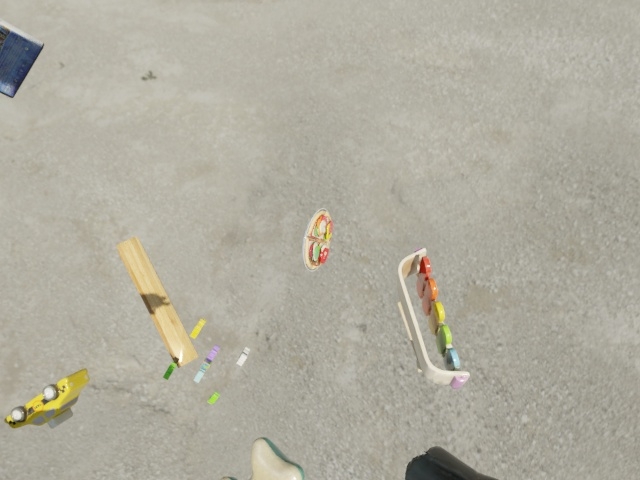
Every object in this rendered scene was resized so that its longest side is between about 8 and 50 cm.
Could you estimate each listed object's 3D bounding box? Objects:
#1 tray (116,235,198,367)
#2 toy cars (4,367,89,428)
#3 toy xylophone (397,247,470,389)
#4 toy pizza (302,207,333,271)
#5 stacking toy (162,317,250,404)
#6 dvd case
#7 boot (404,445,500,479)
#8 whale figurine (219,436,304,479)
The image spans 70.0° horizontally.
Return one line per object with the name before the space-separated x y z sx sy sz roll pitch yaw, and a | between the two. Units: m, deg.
tray | -0.516 0.201 1.460 0.076 0.203 0.411 -28 88 -19
toy cars | -0.691 0.429 1.001 0.393 0.176 0.087 -31 86 -35
toy xylophone | 0.245 0.188 1.072 0.081 0.236 0.323 -13 70 1
toy pizza | 0.000 0.000 1.419 0.032 0.201 0.201 12 59 22
stacking toy | -0.323 0.348 1.300 0.221 0.166 0.052 -55 6 16
dvd case | -0.768 -0.435 0.987 0.180 0.252 0.022 -34 50 30
boot | 0.248 0.531 0.917 0.246 0.094 0.207 -22 17 -38
whale figurine | -0.079 0.451 0.750 0.216 0.141 0.272 22 104 36
